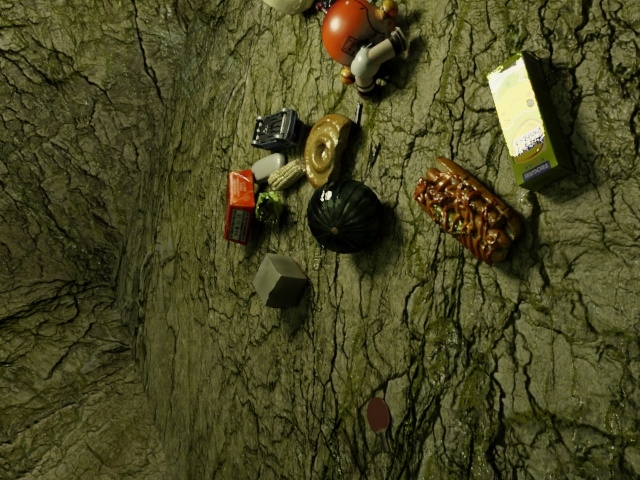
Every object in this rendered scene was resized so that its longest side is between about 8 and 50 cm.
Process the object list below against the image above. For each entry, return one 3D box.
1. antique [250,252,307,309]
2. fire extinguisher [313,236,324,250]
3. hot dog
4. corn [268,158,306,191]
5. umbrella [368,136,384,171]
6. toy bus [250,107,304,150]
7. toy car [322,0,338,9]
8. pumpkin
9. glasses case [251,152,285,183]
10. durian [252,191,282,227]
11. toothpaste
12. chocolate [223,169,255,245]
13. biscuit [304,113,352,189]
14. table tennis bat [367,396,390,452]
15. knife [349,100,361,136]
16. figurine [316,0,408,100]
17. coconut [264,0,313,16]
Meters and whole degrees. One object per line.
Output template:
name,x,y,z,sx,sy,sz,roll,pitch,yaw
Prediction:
antique,-0.148,0.151,2.030,0.152,0.148,0.146,-61,42,24
fire extinguisher,0.000,0.000,1.964,0.038,0.025,0.083,-41,48,12
hot dog,0.358,-0.082,1.416,0.158,0.117,0.349,-62,41,26
corn,-0.122,-0.258,2.131,0.211,0.087,0.087,-30,60,45
umbrella,0.176,-0.280,1.791,0.022,0.013,0.122,34,110,28
toy bus,-0.159,-0.425,2.175,0.292,0.133,0.125,3,80,56
toy car,0.068,-0.867,2.012,0.103,0.063,0.216,-61,35,25
pumpkin,0.083,-0.081,1.734,0.250,0.216,0.249,24,130,32
glasses case,-0.220,-0.296,2.290,0.233,0.059,0.092,-16,73,51
durian,-0.206,-0.121,2.181,0.375,0.107,0.132,141,139,-70
toothpaste,0.492,-0.285,1.309,0.110,0.077,0.327,-31,59,46
chocolate,-0.339,-0.140,2.304,0.237,0.108,0.234,110,157,-44
biscuit,0.014,-0.306,1.936,0.213,0.091,0.274,24,110,54
table tennis bat,0.176,0.540,1.628,0.095,0.014,0.158,-39,51,41
knife,0.121,-0.415,1.889,0.031,0.018,0.121,15,94,52
figurine,0.121,-0.647,1.784,0.320,0.196,0.323,-54,54,42
coconut,-0.112,-1.021,2.144,0.247,0.245,0.245,-57,43,29
